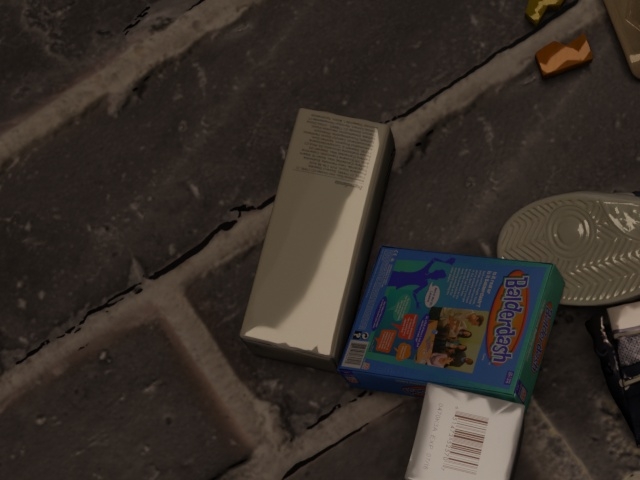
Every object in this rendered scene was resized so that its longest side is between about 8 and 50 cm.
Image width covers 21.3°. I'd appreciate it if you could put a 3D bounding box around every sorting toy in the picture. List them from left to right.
[{"bbox_3d":[0.378,-0.303,1.977,0.307,0.041,0.229,-18,78,1],"label":"sorting toy"}]

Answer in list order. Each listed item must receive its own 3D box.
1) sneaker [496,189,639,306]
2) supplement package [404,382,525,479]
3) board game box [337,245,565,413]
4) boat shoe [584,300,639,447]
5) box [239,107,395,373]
[{"bbox_3d":[0.370,0.003,1.857,0.350,0.148,0.131,-5,87,29],"label":"sneaker"},{"bbox_3d":[0.152,0.223,1.777,0.105,0.179,0.105,12,75,9],"label":"supplement package"},{"bbox_3d":[0.141,0.093,1.835,0.210,0.047,0.160,6,63,30],"label":"board game box"},{"bbox_3d":[0.465,0.121,1.813,0.340,0.127,0.158,-13,80,11],"label":"boat shoe"},{"bbox_3d":[0.000,0.000,1.902,0.113,0.094,0.275,13,77,10],"label":"box"}]
